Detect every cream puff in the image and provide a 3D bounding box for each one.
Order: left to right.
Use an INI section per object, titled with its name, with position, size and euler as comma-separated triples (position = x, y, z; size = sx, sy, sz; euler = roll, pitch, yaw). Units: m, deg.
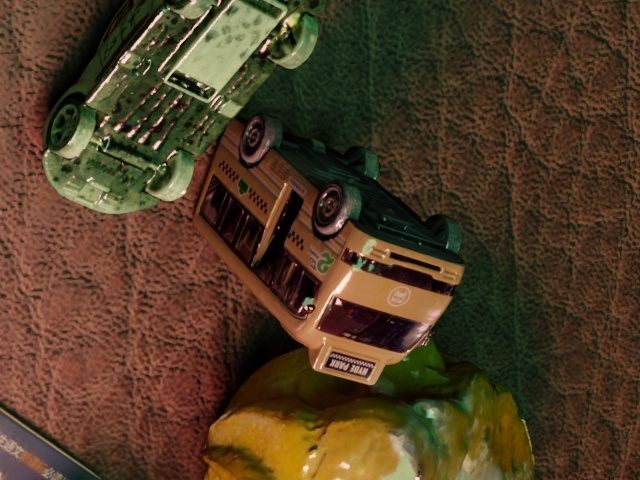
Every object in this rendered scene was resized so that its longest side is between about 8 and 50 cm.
[cream puff]
position = 0.031, 0.251, 1.898
size = 0.378, 0.276, 0.378
euler = -4, 95, -59

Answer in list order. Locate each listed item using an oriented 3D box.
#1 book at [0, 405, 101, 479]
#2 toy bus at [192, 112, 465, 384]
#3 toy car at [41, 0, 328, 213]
[book]
position = -0.391, 0.291, 1.847
size = 0.322, 0.018, 0.228
euler = -49, 124, 0
[toy bus]
position = 0.000, 0.000, 1.758
size = 0.139, 0.289, 0.157
euler = 16, 106, -34
[toy car]
position = -0.131, -0.159, 1.722
size = 0.136, 0.125, 0.306
euler = 23, 121, -37
